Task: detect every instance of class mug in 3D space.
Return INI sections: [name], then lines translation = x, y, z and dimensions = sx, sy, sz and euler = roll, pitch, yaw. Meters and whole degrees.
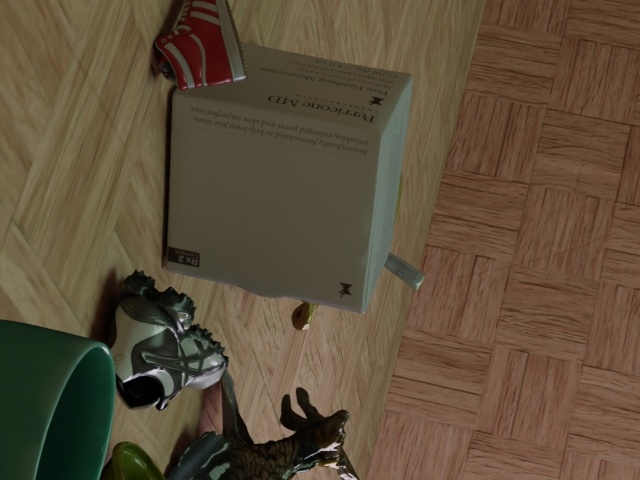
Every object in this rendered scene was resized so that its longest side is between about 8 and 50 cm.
[mug]
translation = -0.185, 0.120, 0.853
dimensions = 0.129, 0.097, 0.158
euler = 87, 18, -58

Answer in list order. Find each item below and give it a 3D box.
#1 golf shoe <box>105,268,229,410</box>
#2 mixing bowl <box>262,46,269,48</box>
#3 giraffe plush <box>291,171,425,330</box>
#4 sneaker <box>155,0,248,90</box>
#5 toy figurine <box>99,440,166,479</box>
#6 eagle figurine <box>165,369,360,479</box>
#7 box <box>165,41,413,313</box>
[golf shoe]
translation = -0.134, 0.097, 1.245
dimensions = 0.094, 0.077, 0.198
euler = -64, 160, -16
[mixing bowl]
translation = -0.019, -0.089, 1.465
dimensions = 0.181, 0.098, 0.181
euler = 8, 90, -70
[giraffe plush]
translation = 0.000, 0.000, 1.650
dimensions = 0.181, 0.210, 0.170
euler = -37, 176, -27
[sneaker]
translation = -0.101, -0.167, 1.196
dimensions = 0.042, 0.067, 0.118
euler = 82, -8, -59
[toy figurine]
translation = -0.165, 0.372, 1.225
dimensions = 0.363, 0.217, 0.191
euler = 60, 25, 8
[eagle figurine]
translation = -0.081, 0.289, 1.558
dimensions = 0.298, 0.225, 0.226
euler = -43, 112, -19
[box]
translation = -0.027, -0.056, 1.309
dimensions = 0.119, 0.181, 0.182
euler = -65, 164, -55
